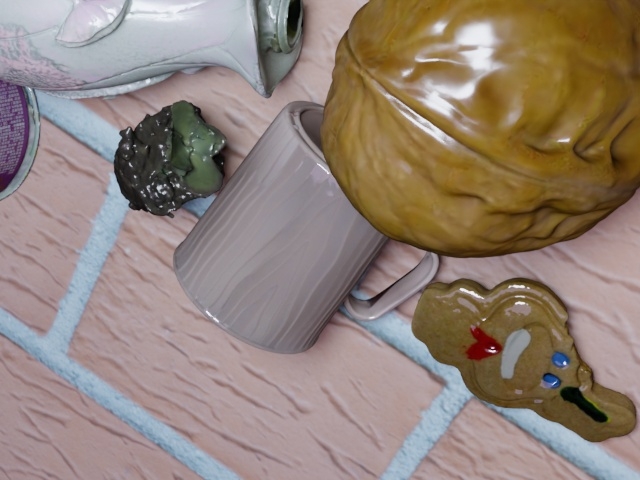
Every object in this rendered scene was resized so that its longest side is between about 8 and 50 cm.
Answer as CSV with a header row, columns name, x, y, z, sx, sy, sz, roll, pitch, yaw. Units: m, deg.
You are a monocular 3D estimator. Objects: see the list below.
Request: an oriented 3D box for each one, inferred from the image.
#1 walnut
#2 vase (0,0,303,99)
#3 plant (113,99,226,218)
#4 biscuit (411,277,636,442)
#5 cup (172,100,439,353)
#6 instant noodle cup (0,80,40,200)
name,x,y,z,sx,sy,sz,roll,pitch,yaw
walnut,0.189,-0.146,0.930,0.308,0.398,0.354,43,124,41
vase,-0.243,-0.292,1.129,0.445,0.250,0.250,8,110,14
plant,-0.196,-0.104,1.181,0.142,0.131,0.203,62,150,0
biscuit,0.271,0.155,1.165,0.320,0.047,0.183,41,124,-4
cup,-0.007,0.005,1.144,0.288,0.208,0.273,40,116,6
instant noodle cup,-0.628,-0.168,1.295,0.340,0.266,0.340,7,111,19
